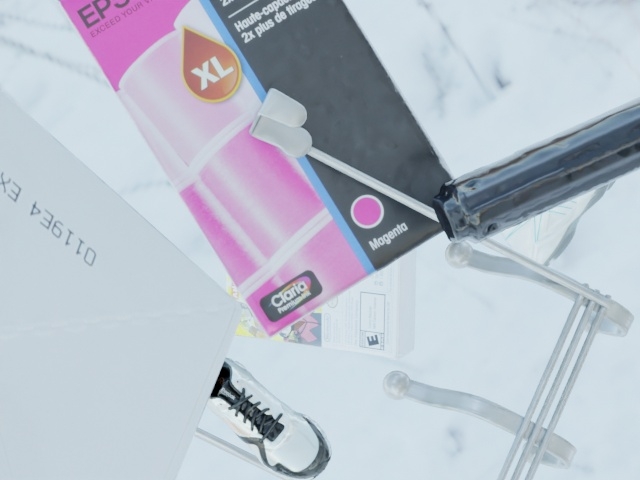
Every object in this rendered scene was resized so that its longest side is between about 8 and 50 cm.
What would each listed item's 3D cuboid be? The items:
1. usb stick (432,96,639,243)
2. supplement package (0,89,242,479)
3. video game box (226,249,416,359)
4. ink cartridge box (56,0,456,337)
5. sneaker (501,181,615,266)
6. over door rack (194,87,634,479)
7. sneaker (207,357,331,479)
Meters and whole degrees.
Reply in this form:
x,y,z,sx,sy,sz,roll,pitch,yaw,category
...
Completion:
x,y,z,sx,sy,sz,roll,pitch,yaw,category
0.204,-0.068,1.154,0.278,0.045,0.077,-24,6,-3,usb stick
-0.161,0.062,0.437,0.244,0.139,0.134,-27,30,40,supplement package
0.000,0.000,1.728,0.187,0.205,0.048,7,13,24,video game box
-0.060,-0.130,1.313,0.176,0.371,0.069,-32,2,-1,ink cartridge box
0.195,-0.041,1.475,0.061,0.054,0.152,43,123,13,sneaker
0.034,0.078,1.267,0.239,0.324,0.108,-64,16,-16,over door rack
-0.040,0.104,1.078,0.109,0.044,0.040,35,86,29,sneaker
